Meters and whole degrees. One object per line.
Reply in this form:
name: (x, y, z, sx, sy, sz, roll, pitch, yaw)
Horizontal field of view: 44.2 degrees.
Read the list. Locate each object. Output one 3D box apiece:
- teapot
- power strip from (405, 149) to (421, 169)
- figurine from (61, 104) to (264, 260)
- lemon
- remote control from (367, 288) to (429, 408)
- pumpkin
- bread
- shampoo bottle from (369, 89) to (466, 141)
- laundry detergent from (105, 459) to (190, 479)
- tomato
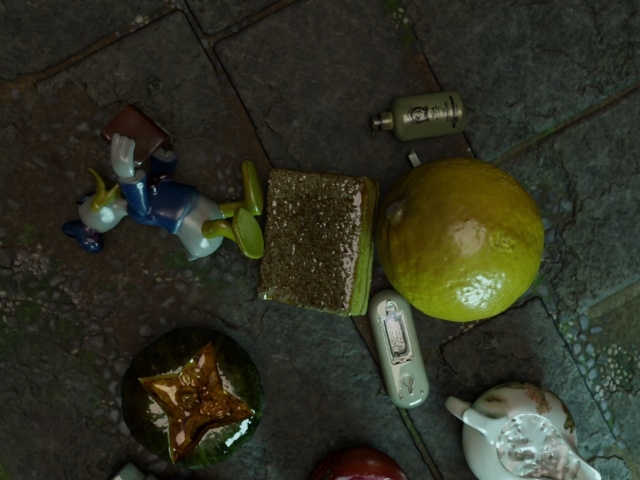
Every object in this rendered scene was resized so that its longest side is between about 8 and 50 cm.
teapot: (0.345, 0.350, 1.392, 0.298, 0.139, 0.204, 24, 93, -7)
power strip: (0.176, -0.122, 1.398, 0.017, 0.027, 0.083, -28, 96, -1)
figurine: (-0.287, -0.067, 1.266, 0.338, 0.204, 0.283, -17, 119, 17)
lemon: (0.226, -0.002, 1.288, 0.293, 0.293, 0.293, 0, 94, -6)
remote control: (0.140, 0.194, 1.407, 0.078, 0.042, 0.221, -14, 95, -6)
pumpkin: (-0.211, 0.259, 1.318, 0.238, 0.159, 0.238, 2, 84, -15)
bread: (0.000, 0.000, 1.330, 0.184, 0.110, 0.234, 8, 95, 20)
shampoo bottle: (0.166, -0.214, 1.366, 0.162, 0.079, 0.079, -8, 94, -6)
laundry detergent: (-0.202, 0.527, 1.357, 0.264, 0.125, 0.398, -42, 95, -1)
tomato: (0.073, 0.426, 1.393, 0.173, 0.099, 0.189, 29, 130, -22)
